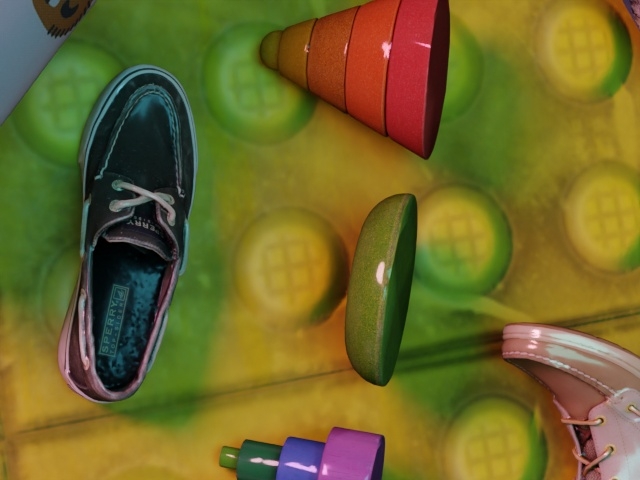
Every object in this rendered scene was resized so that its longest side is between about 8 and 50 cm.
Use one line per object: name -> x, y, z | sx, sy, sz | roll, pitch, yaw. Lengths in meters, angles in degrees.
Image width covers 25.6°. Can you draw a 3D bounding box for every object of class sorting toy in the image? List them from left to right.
sorting toy -> 0.000, 0.000, 0.931 | 0.126, 0.127, 0.366 | 9, 84, 10

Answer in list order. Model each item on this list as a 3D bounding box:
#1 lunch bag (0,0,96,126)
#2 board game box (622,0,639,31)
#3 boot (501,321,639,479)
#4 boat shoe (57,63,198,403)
lunch bag -> -0.277, -0.235, 0.700 | 0.385, 0.239, 0.328 | 48, 67, -35
board game box -> 0.292, -0.220, 1.031 | 0.165, 0.042, 0.243 | -39, 112, -8
boot -> 0.191, 0.164, 0.982 | 0.213, 0.077, 0.165 | 31, 77, -22
boat shoe -> -0.114, -0.006, 0.886 | 0.077, 0.070, 0.219 | 9, 82, -20
